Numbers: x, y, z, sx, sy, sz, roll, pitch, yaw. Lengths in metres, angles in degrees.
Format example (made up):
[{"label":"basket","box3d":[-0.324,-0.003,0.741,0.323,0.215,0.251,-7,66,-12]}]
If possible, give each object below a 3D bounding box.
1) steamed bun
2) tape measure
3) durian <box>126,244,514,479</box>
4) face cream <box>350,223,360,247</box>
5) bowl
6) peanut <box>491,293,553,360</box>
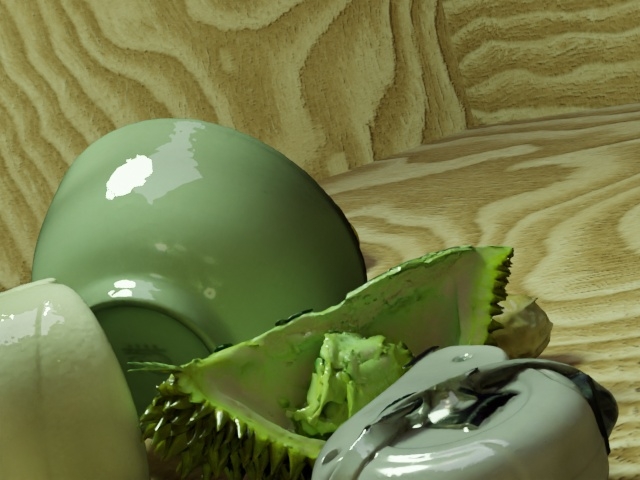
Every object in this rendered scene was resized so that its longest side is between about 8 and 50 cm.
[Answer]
[{"label":"steamed bun","box3d":[-0.240,0.169,1.088,0.146,0.242,0.164,-21,37,-23]},{"label":"tape measure","box3d":[0.105,0.154,0.876,0.197,0.120,0.236,-6,17,43]},{"label":"durian","box3d":[0.009,0.122,1.084,0.355,0.170,0.157,-18,10,-20]},{"label":"face cream","box3d":[0.000,0.000,2.146,0.105,0.105,0.348,-17,8,-7]},{"label":"bowl","box3d":[-0.142,0.075,1.237,0.353,0.354,0.185,-13,28,24]},{"label":"peanut","box3d":[0.129,0.107,1.255,0.214,0.100,0.099,-22,7,11]}]
